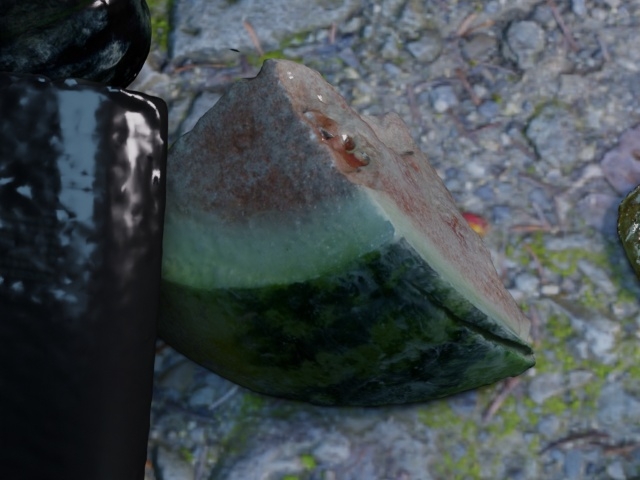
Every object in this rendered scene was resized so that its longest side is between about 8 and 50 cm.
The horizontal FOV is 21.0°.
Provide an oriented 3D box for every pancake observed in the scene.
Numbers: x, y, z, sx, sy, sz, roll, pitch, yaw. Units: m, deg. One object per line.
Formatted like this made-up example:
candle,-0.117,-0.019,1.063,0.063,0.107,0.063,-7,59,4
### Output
pancake,0.270,-0.007,1.267,0.108,0.017,0.108,0,63,1

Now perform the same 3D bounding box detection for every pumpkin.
pumpkin,-0.217,-0.196,1.259,0.163,0.233,0.233,-19,66,3

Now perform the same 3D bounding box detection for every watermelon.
watermelon,0.000,0.000,1.228,0.310,0.193,0.231,12,85,26

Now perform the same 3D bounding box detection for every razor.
razor,-0.198,0.052,1.152,0.189,0.107,0.327,7,94,11
